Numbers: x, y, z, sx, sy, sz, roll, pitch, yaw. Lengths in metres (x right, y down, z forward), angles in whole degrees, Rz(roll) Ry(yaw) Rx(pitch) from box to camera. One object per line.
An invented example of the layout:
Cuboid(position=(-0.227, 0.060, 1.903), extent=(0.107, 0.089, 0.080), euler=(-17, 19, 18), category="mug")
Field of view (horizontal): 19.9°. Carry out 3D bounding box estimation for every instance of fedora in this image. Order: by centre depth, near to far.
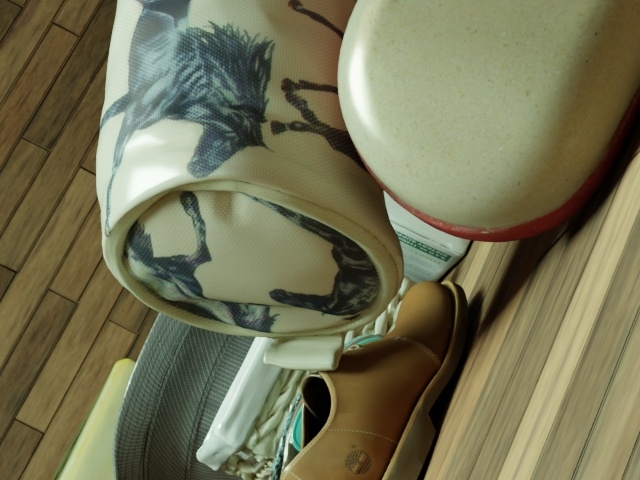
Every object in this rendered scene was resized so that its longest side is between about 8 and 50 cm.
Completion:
Cuboid(position=(-0.048, 0.131, 1.388), extent=(0.275, 0.124, 0.243), euler=(81, -149, -64), category="fedora")

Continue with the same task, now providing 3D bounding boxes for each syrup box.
Cuboid(position=(0.057, -0.017, 1.370), extent=(0.096, 0.093, 0.237), euler=(-64, 2, -19), category="syrup box")

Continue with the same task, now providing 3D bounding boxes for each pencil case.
Cuboid(position=(-0.029, -0.138, 1.034), extent=(0.183, 0.160, 0.410), euler=(44, -140, -48), category="pencil case")

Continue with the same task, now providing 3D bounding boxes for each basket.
Cuboid(position=(0.001, 0.091, 1.237), extent=(0.167, 0.103, 0.113), euler=(-64, 2, -19), category="basket")

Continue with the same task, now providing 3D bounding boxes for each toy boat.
Cuboid(position=(0.112, -0.105, 0.900), extent=(0.231, 0.151, 0.151), euler=(-62, -29, -7), category="toy boat")

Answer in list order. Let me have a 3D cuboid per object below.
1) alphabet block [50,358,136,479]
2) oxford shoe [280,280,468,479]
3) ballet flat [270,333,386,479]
Cuboid(position=(-0.151, 0.257, 1.568), extent=(0.193, 0.192, 0.197), euler=(-55, 8, 41), category="alphabet block")
Cuboid(position=(0.032, 0.077, 1.017), extent=(0.076, 0.076, 0.212), euler=(-65, -2, 34), category="oxford shoe")
Cuboid(position=(0.000, 0.146, 1.130), extent=(0.188, 0.070, 0.070), euler=(-61, 1, -18), category="ballet flat")
